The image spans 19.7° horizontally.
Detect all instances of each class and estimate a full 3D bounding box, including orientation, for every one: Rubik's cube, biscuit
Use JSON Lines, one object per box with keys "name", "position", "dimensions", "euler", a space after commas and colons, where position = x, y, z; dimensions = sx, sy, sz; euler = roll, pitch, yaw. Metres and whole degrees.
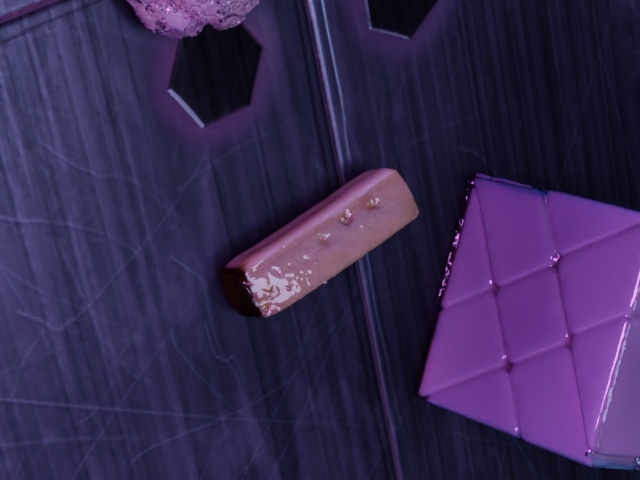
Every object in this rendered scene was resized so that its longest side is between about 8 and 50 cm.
{"name": "Rubik's cube", "position": [0.261, 0.079, 1.697], "dimensions": [0.224, 0.231, 0.221], "euler": [12, 94, -43]}
{"name": "biscuit", "position": [0.000, 0.000, 1.571], "dimensions": [0.188, 0.052, 0.056], "euler": [-33, 105, -30]}

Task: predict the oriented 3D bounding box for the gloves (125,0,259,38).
{"name": "gloves", "position": [-0.104, -0.216, 1.406], "dimensions": [0.153, 0.070, 0.114], "euler": [38, 76, -42]}
